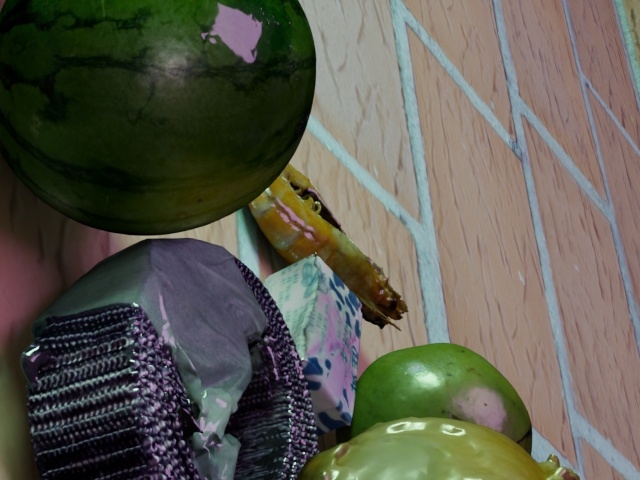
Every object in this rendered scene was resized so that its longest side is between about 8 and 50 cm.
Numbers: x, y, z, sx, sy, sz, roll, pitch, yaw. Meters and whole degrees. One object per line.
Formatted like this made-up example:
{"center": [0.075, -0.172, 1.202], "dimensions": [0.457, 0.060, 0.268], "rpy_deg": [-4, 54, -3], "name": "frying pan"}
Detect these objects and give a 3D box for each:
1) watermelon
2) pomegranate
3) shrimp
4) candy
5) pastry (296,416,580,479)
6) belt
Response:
{"center": [-0.124, -0.120, 1.198], "dimensions": [0.242, 0.242, 0.242], "rpy_deg": [48, 29, -38], "name": "watermelon"}
{"center": [0.092, 0.168, 1.506], "dimensions": [0.179, 0.179, 0.210], "rpy_deg": [41, 3, -46], "name": "pomegranate"}
{"center": [0.000, 0.000, 1.619], "dimensions": [0.248, 0.068, 0.150], "rpy_deg": [50, 22, -24], "name": "shrimp"}
{"center": [-0.012, 0.094, 1.482], "dimensions": [0.092, 0.073, 0.160], "rpy_deg": [51, 27, -29], "name": "candy"}
{"center": [0.082, 0.321, 1.129], "dimensions": [0.409, 0.245, 0.409], "rpy_deg": [8, 90, -76], "name": "pastry"}
{"center": [-0.097, 0.130, 1.201], "dimensions": [0.260, 0.122, 0.325], "rpy_deg": [66, 21, -13], "name": "belt"}
